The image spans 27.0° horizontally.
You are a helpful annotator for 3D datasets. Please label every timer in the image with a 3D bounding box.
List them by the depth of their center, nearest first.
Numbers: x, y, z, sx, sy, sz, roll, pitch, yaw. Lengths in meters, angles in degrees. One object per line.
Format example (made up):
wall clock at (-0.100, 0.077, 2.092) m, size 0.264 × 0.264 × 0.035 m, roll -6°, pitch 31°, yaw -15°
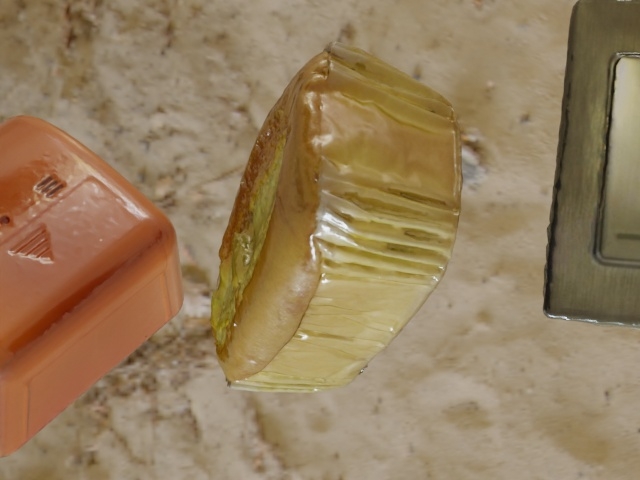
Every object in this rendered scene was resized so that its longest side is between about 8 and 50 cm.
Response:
timer at (-0.292, 0.018, 1.240) m, size 0.250 × 0.257 × 0.161 m, roll 40°, pitch 151°, yaw 17°

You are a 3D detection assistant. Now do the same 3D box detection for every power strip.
power strip at (0.306, -0.053, 1.024) m, size 0.251 × 0.092 × 0.257 m, roll 6°, pitch 88°, yaw 7°

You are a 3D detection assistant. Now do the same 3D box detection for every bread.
bread at (0.000, 0.000, 0.919) m, size 0.288 × 0.119 × 0.152 m, roll 122°, pitch 155°, yaw -58°
